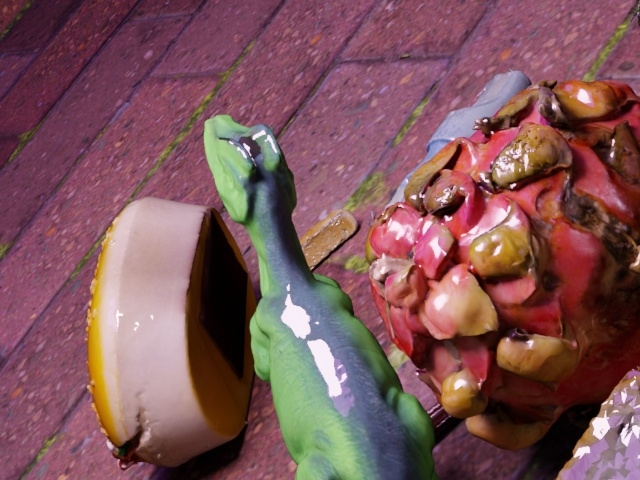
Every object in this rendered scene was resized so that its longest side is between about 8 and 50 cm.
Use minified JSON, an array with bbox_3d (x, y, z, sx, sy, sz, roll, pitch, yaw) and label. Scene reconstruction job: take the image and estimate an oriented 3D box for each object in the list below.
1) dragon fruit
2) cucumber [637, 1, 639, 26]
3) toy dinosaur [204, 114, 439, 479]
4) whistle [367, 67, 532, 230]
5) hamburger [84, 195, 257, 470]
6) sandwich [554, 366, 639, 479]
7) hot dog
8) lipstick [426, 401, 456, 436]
[{"bbox_3d":[0.168,0.027,1.255,0.291,0.269,0.250,-39,-12,-42],"label":"dragon fruit"},{"bbox_3d":[0.401,-0.200,1.484,0.067,0.067,0.293,-51,29,-13],"label":"cucumber"},{"bbox_3d":[0.047,0.137,1.197,0.144,0.375,0.500,-19,27,-14],"label":"toy dinosaur"},{"bbox_3d":[0.134,-0.059,1.619,0.269,0.093,0.180,-56,14,-23],"label":"whistle"},{"bbox_3d":[-0.160,0.090,1.671,0.151,0.227,0.295,-8,36,15],"label":"hamburger"},{"bbox_3d":[0.240,0.250,0.909,0.325,0.131,0.262,28,76,40],"label":"sandwich"},{"bbox_3d":[0.000,0.000,1.781,0.090,0.030,0.034,-42,19,4],"label":"hot dog"},{"bbox_3d":[0.107,0.151,1.435,0.176,0.027,0.027,-39,28,6],"label":"lipstick"}]
